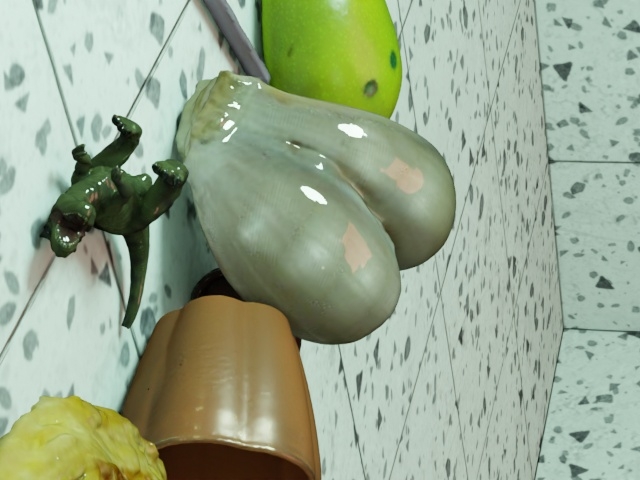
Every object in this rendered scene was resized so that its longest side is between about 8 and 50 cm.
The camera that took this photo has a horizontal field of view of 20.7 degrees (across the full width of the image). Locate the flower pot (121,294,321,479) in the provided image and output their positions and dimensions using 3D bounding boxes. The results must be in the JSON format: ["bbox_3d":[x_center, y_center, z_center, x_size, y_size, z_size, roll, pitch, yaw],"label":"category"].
[{"bbox_3d":[-0.088,0.153,1.550,0.190,0.191,0.173,72,15,-50],"label":"flower pot"}]

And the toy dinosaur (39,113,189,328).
[{"bbox_3d":[-0.190,-0.007,1.431,0.187,0.087,0.179,-12,141,-58],"label":"toy dinosaur"}]

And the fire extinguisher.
[{"bbox_3d":[-0.073,0.103,1.780,0.099,0.071,0.231,-56,158,-9],"label":"fire extinguisher"}]

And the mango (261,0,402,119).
[{"bbox_3d":[0.006,-0.243,1.880,0.175,0.143,0.293,-20,102,-75],"label":"mango"}]

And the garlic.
[{"bbox_3d":[0.000,0.000,1.703,0.340,0.246,0.231,58,41,-66],"label":"garlic"}]

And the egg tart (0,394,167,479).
[{"bbox_3d":[-0.201,0.318,1.142,0.443,0.178,0.443,0,90,-74],"label":"egg tart"}]

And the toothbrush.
[{"bbox_3d":[-0.107,-0.233,1.681,0.354,0.024,0.029,58,43,-63],"label":"toothbrush"}]
